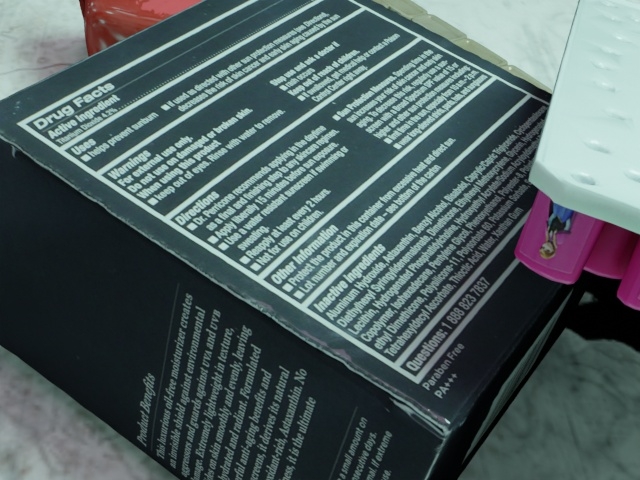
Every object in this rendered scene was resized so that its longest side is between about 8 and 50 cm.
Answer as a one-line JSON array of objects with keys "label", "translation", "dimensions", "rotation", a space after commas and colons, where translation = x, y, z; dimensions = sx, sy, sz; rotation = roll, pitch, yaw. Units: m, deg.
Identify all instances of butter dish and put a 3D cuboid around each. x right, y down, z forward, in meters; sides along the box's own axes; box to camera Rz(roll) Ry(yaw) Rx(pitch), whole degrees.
[{"label": "butter dish", "translation": [-0.128, -0.160, 0.794], "dimensions": [0.159, 0.160, 0.118], "rotation": [12, 66, -3]}]

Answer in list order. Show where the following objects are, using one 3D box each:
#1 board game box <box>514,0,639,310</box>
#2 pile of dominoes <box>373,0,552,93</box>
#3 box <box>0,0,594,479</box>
[{"label": "board game box", "translation": [0.307, -0.015, 0.520], "dimensions": [0.389, 0.050, 0.390], "rotation": [21, 28, 8]}, {"label": "pile of dominoes", "translation": [0.068, -0.148, 0.909], "dimensions": [0.196, 0.040, 0.251], "rotation": [-19, 44, -30]}, {"label": "box", "translation": [0.000, 0.000, 0.613], "dimensions": [0.294, 0.183, 0.296], "rotation": [33, 44, 18]}]
